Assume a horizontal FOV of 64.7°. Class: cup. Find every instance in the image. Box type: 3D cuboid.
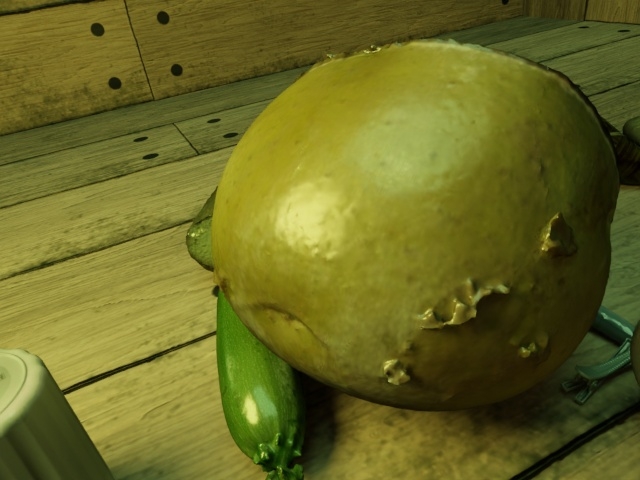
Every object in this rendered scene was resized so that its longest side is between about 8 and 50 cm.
[{"bbox_3d":[-0.312,0.230,0.448,0.221,0.202,0.166,-26,33,-29],"label":"cup"}]

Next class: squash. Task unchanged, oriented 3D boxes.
[{"bbox_3d":[-0.081,0.145,0.637,0.101,0.102,0.379,-13,32,-7],"label":"squash"}]

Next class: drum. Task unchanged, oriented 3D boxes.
[{"bbox_3d":[0.309,0.069,0.719,0.129,0.049,0.253,-12,34,-8],"label":"drum"}]

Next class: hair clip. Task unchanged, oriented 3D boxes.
[{"bbox_3d":[0.335,0.145,0.588,0.115,0.039,0.030,-23,46,-20],"label":"hair clip"}]

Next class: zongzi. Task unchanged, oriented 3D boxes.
[{"bbox_3d":[0.514,-0.132,0.979,0.247,0.111,0.241,-30,57,-14],"label":"zongzi"}]

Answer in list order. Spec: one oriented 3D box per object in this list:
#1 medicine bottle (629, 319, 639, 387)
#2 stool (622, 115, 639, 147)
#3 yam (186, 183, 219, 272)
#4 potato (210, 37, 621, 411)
[{"bbox_3d":[0.516,0.061,0.513,0.384,0.225,0.224,-24,34,-23],"label":"medicine bottle"},{"bbox_3d":[0.788,-0.248,0.935,0.310,0.226,0.310,3,30,3],"label":"stool"},{"bbox_3d":[-0.128,-0.052,0.923,0.161,0.161,0.268,-1,30,11],"label":"yam"},{"bbox_3d":[0.071,0.024,0.578,0.441,0.385,0.319,13,55,33],"label":"potato"}]
